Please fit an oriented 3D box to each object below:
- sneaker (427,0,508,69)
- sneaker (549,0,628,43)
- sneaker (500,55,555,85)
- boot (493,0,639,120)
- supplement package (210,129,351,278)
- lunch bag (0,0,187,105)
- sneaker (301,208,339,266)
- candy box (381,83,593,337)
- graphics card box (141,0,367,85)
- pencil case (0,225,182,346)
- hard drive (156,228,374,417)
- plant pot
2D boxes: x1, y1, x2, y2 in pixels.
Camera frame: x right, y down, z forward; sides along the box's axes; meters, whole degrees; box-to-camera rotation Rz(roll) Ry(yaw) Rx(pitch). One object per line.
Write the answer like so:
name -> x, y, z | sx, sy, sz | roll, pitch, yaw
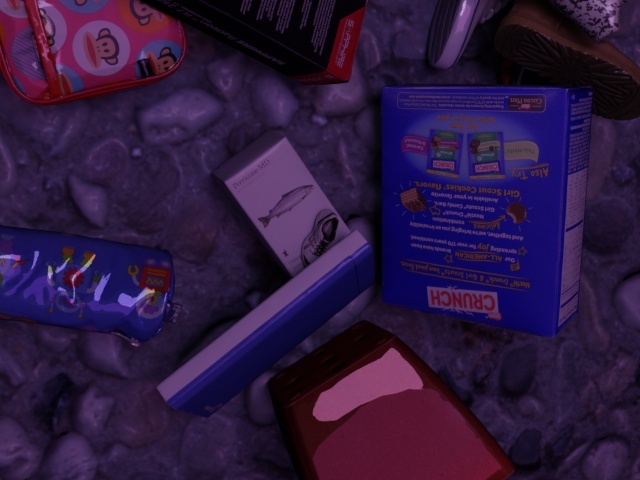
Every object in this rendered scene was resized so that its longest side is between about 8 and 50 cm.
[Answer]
sneaker -> 0.233, -0.358, 1.095 | 0.091, 0.094, 0.258 | 20, 95, -17
sneaker -> 0.434, -0.379, 0.981 | 0.410, 0.158, 0.182 | -35, 86, -11
sneaker -> 0.324, -0.182, 1.147 | 0.097, 0.135, 0.276 | -2, 105, -20
boot -> 0.376, -0.324, 1.060 | 0.236, 0.089, 0.270 | 32, 62, -6
supplement package -> -0.052, -0.047, 1.069 | 0.105, 0.105, 0.179 | -38, 111, -6
lunch bag -> -0.311, -0.314, 0.918 | 0.258, 0.120, 0.293 | -16, 106, -10
sneaker -> 0.000, 0.000, 1.020 | 0.031, 0.037, 0.083 | 15, 100, -24
candy box -> 0.220, -0.053, 1.065 | 0.122, 0.268, 0.318 | -16, 111, -52
graphics card box -> -0.095, -0.356, 0.903 | 0.370, 0.094, 0.233 | 18, 84, -42
pencil case -> -0.336, 0.056, 0.990 | 0.305, 0.119, 0.133 | 10, 77, -19
hard drive -> -0.061, 0.123, 1.064 | 0.318, 0.210, 0.040 | -38, 75, -6
plant pot -> 0.067, 0.267, 1.118 | 0.267, 0.267, 0.236 | -31, 97, -9
